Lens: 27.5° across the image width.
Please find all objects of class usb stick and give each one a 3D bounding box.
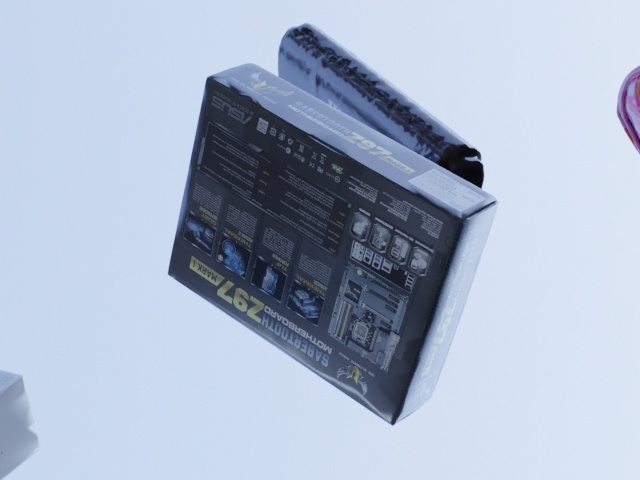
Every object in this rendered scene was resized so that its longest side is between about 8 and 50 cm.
[{"bbox_3d":[0.041,-0.099,1.073,0.045,0.278,0.077,-9,-56,-29],"label":"usb stick"}]

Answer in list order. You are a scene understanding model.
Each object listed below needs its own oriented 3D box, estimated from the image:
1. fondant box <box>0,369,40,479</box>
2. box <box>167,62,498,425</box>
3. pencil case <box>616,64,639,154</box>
[{"bbox_3d":[-0.489,0.204,1.322,0.330,0.238,0.096,7,-62,31],"label":"fondant box"},{"bbox_3d":[0.000,0.000,0.969,0.059,0.233,0.183,-26,-41,-48],"label":"box"},{"bbox_3d":[0.411,-0.160,1.226,0.284,0.124,0.124,-27,-63,-27],"label":"pencil case"}]
